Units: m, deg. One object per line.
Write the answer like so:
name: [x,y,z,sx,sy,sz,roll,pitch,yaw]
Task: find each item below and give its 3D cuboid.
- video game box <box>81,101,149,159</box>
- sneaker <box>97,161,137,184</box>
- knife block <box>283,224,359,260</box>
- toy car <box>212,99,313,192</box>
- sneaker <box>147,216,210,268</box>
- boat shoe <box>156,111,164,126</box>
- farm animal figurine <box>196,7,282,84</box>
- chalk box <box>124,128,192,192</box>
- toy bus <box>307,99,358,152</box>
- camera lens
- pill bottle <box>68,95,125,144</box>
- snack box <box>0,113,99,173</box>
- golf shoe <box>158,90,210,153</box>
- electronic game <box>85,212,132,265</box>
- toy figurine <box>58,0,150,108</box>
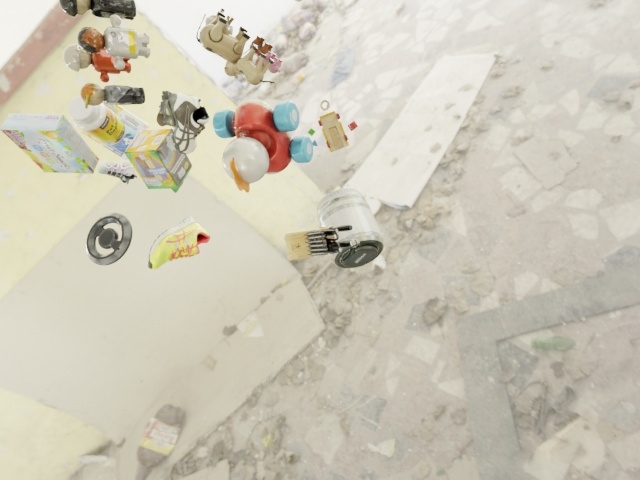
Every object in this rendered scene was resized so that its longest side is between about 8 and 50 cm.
video game box: [-0.882,-0.482,1.896,0.187,0.205,0.048,-56,23,2]
sneaker: [-0.549,-0.179,1.199,0.069,0.098,0.038,55,130,11]
knife block: [0.000,0.000,1.508,0.242,0.088,0.276,-10,4,-3]
toy car: [-0.167,-0.205,1.101,0.219,0.210,0.237,1,55,23]
sneaker: [-0.374,0.015,1.177,0.208,0.094,0.081,-52,-7,-46]
boat shoe: [-0.524,-0.451,1.531,0.135,0.050,0.045,-36,10,33]
farm animal figurine: [-0.315,-0.697,1.645,0.172,0.327,0.330,-50,22,24]
chalk box: [-0.555,-0.267,1.547,0.132,0.213,0.132,1,48,17]
toy bus: [0.051,-0.493,1.957,0.104,0.191,0.202,-105,40,-77]
camera lens: [0.116,-0.043,1.750,0.219,0.219,0.274,-32,58,22]
pill bottle: [-0.796,-0.429,1.563,0.117,0.117,0.215,-52,-5,-4]
snack box: [-0.816,-0.291,1.340,0.175,0.207,0.070,3,63,5]
golf shoe: [-0.295,-0.258,0.998,0.094,0.198,0.077,-2,73,-3]
electronic game: [-0.883,-0.007,1.831,0.230,0.048,0.229,-5,73,17]
toy figurine: [-0.477,-0.416,0.964,0.209,0.148,0.213,63,142,25]
